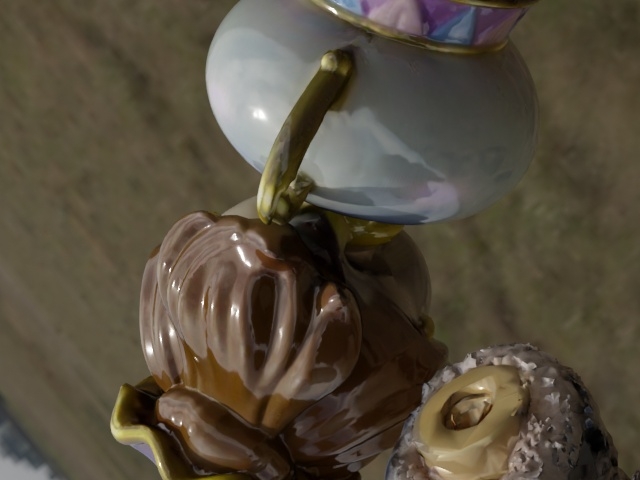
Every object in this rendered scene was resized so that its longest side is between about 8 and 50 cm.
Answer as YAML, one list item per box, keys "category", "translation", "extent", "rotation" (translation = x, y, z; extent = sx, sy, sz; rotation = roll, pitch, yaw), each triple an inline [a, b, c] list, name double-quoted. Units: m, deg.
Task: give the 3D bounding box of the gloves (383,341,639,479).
- category: "gloves"
  translation: [0.081, 0.101, 0.592]
  extent: [0.094, 0.110, 0.144]
  rotation: [-11, 147, 36]

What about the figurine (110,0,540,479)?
- category: "figurine"
  translation: [0.000, 0.000, 0.757]
  extent: [0.142, 0.263, 0.189]
  rotation: [28, -156, 19]
